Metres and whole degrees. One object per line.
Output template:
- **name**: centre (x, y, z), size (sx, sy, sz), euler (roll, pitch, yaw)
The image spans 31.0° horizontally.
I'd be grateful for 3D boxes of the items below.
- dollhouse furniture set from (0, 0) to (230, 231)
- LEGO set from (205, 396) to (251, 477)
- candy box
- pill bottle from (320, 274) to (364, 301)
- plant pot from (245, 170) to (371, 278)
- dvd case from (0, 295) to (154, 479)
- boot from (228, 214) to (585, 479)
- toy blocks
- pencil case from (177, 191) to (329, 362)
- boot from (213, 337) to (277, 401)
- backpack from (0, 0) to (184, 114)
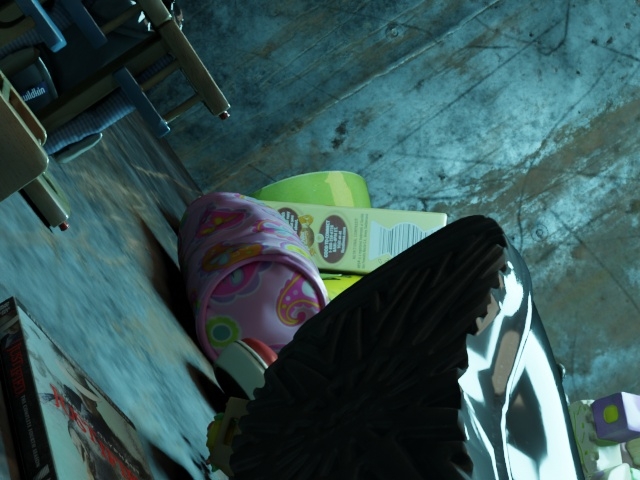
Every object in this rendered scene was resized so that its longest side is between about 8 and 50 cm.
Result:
- **dollhouse furniture set**: centre (-0.129, -0.081, 0.629), size (0.129, 0.129, 0.183), euler (56, -2, -20)
- **LEGO set**: centre (-0.010, 0.124, 0.715), size (0.107, 0.132, 0.287), euler (36, 18, 30)
- **candy box**: centre (0.000, 0.000, 1.522), size (0.183, 0.317, 0.087), euler (82, 12, -86)
- **pill bottle**: centre (0.016, 0.103, 1.420), size (0.119, 0.119, 0.208), euler (55, 27, 17)
- **plant pot**: centre (-0.005, 0.072, 1.990), size (0.275, 0.275, 0.293), euler (59, 12, -70)
- **dvd case**: centre (-0.083, 0.080, 0.418), size (0.087, 0.013, 0.119), euler (56, -2, -35)
- **boot**: centre (0.139, 0.240, 0.515), size (0.445, 0.146, 0.367), euler (52, 23, -14)
- **toy blocks**: centre (0.233, 0.308, 1.221), size (0.309, 0.260, 0.288), euler (21, 56, -34)
- **pencil case**: centre (-0.070, 0.034, 1.084), size (0.124, 0.124, 0.284), euler (56, -3, -17)
- **boot**: centre (0.025, 0.107, 0.929), size (0.088, 0.176, 0.244), euler (44, -8, 36)
- **backpack**: centre (-0.203, -0.174, 0.802), size (0.182, 0.152, 0.115), euler (40, 5, -44)
